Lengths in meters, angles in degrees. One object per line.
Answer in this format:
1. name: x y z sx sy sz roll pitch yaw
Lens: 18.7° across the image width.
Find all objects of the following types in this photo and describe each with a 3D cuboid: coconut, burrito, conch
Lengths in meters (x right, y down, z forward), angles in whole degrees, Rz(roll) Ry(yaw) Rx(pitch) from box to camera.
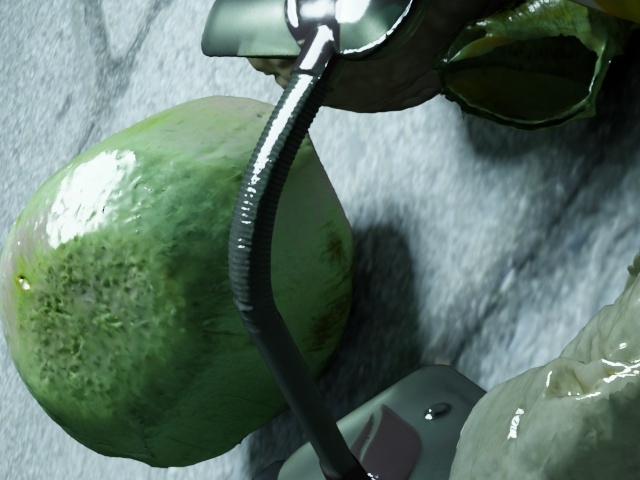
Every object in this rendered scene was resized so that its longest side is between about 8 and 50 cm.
1. coconut: -0.079 0.025 1.170 0.204 0.236 0.236 1 71 26
2. burrito: 0.172 0.012 0.787 0.392 0.076 0.117 -50 24 36
3. conch: 0.115 -0.096 0.981 0.121 0.074 0.089 -19 45 11

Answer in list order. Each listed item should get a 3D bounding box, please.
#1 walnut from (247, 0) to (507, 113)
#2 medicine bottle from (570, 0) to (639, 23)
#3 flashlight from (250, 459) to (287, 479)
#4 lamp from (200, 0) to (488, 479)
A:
1. walnut: 0.049 -0.163 1.067 0.230 0.178 0.178 -33 44 39
2. medicine bottle: 0.050 -0.246 0.873 0.384 0.224 0.224 25 96 35
3. flashlight: 0.014 0.279 0.916 0.103 0.103 0.424 -54 29 33
4. lamp: -0.007 0.000 0.980 0.203 0.124 0.283 30 137 64
